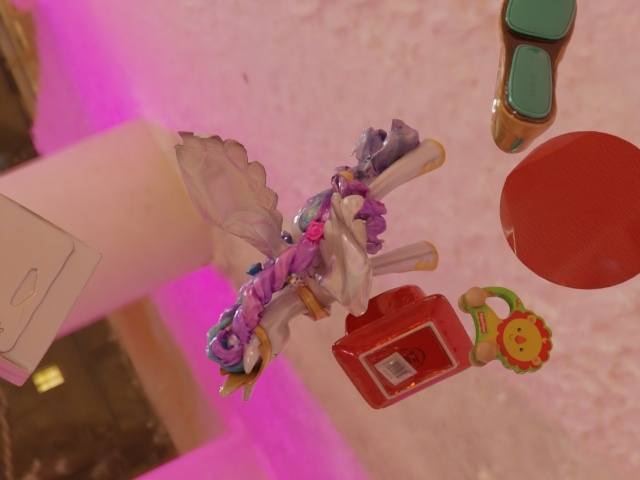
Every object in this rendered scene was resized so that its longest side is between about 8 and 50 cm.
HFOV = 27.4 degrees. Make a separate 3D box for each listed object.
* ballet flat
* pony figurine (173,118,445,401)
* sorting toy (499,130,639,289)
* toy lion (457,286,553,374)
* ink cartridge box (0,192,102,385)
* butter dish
[{"bbox_3d":[0.206,-0.184,1.324,0.073,0.080,0.232,109,180,-54],"label":"ballet flat"},{"bbox_3d":[0.000,0.000,1.618,0.302,0.363,0.351,32,142,30],"label":"pony figurine"},{"bbox_3d":[0.278,0.078,0.946,0.365,0.127,0.126,43,169,17],"label":"sorting toy"},{"bbox_3d":[0.208,0.099,1.449,0.034,0.096,0.100,125,138,-67],"label":"toy lion"},{"bbox_3d":[-0.295,0.047,1.218,0.127,0.128,0.176,32,162,-10],"label":"ink cartridge box"},{"bbox_3d":[0.098,0.115,1.684,0.160,0.159,0.118,56,-171,-43],"label":"butter dish"}]
